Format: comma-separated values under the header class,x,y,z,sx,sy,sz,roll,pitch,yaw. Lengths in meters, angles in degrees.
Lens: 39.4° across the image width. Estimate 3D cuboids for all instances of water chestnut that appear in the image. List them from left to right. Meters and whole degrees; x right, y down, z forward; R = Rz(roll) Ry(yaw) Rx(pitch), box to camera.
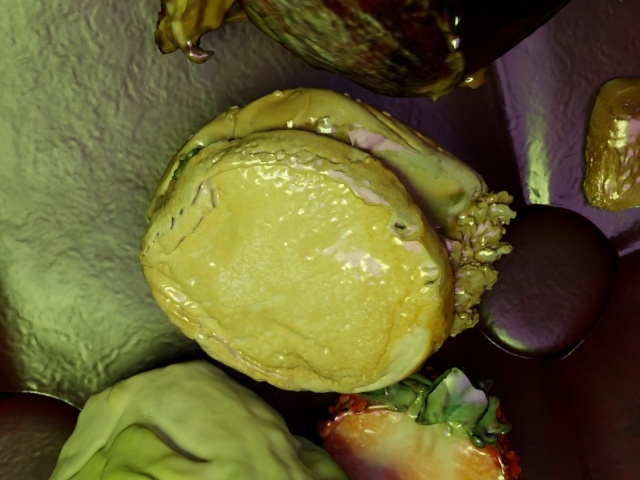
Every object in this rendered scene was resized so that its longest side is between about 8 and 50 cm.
class,x,y,z,sx,sy,sz,roll,pitch,yaw
water chestnut,0.010,-0.237,0.590,0.346,0.335,0.335,-24,110,30

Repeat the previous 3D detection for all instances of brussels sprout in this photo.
class,x,y,z,sx,sy,sz,roll,pitch,yaw
brussels sprout,-0.092,0.245,0.666,0.316,0.243,0.273,46,56,10

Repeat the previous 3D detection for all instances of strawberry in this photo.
class,x,y,z,sx,sy,sz,roll,pitch,yaw
strawberry,0.086,0.213,0.803,0.188,0.106,0.286,15,113,7

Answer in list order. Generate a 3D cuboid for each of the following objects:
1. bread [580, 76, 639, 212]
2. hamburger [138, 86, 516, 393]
class,x,y,z,sx,sy,sz,roll,pitch,yaw
bread,0.308,-0.083,0.817,0.129,0.044,0.126,3,103,-17
hamburger,0.000,0.000,0.669,0.285,0.146,0.243,-3,135,16
